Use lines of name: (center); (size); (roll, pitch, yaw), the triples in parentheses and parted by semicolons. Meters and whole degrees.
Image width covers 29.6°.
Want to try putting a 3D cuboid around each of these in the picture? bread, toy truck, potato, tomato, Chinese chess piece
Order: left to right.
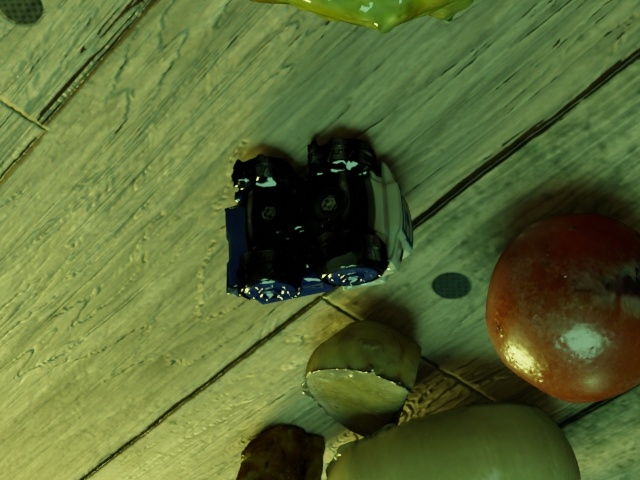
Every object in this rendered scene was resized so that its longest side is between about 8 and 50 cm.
bread: (-0.062, 0.352, 1.674); (0.103, 0.172, 0.132); (34, 128, -25)
toy truck: (0.000, 0.000, 1.346); (0.213, 0.161, 0.177); (-12, 152, 17)
potato: (0.053, 0.168, 1.532); (0.138, 0.098, 0.243); (17, 152, 5)
Chinese chess piece: (0.169, 0.330, 1.580); (0.338, 0.140, 0.338); (-11, 154, -6)
tomato: (0.287, 0.068, 1.322); (0.208, 0.208, 0.184); (15, 143, -8)

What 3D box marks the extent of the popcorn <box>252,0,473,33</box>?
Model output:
popcorn: (0.037, -0.307, 0.937); (0.336, 0.279, 0.274); (18, 116, 7)
